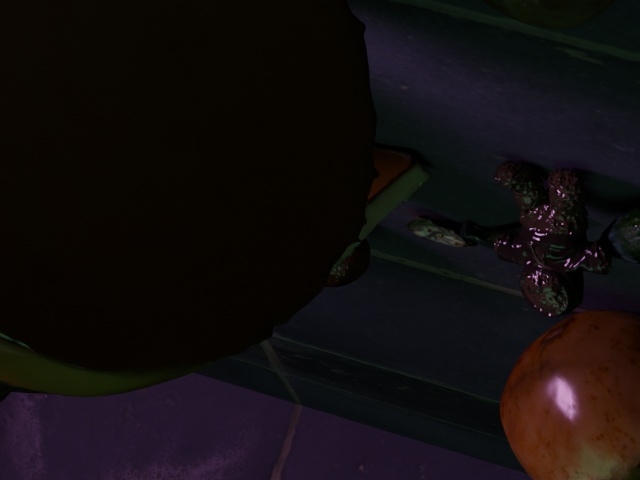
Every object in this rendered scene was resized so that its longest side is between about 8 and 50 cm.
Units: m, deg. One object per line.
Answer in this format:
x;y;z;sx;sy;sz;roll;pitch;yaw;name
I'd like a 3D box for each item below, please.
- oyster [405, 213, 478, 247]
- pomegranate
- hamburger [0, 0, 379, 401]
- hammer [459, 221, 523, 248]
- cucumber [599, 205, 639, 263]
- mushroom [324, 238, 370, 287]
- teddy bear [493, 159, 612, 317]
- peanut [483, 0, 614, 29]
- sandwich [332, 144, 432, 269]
0.134;-0.009;1.717;0.083;0.019;0.054;23;165;-13;oyster
0.328;0.198;1.834;0.248;0.248;0.248;17;167;4;pomegranate
-0.173;-0.071;1.074;0.396;0.395;0.277;24;165;-24;hamburger
0.212;-0.009;1.619;0.062;0.017;0.182;23;165;-21;hammer
0.312;-0.012;1.400;0.056;0.056;0.250;23;166;-19;cucumber
0.000;0.000;1.835;0.127;0.087;0.127;25;148;17;mushroom
0.215;-0.009;1.470;0.119;0.078;0.160;12;127;31;teddy bear
0.117;-0.180;0.917;0.089;0.089;0.193;10;169;32;peanut
-0.010;-0.056;1.570;0.162;0.193;0.058;53;-170;30;sandwich
